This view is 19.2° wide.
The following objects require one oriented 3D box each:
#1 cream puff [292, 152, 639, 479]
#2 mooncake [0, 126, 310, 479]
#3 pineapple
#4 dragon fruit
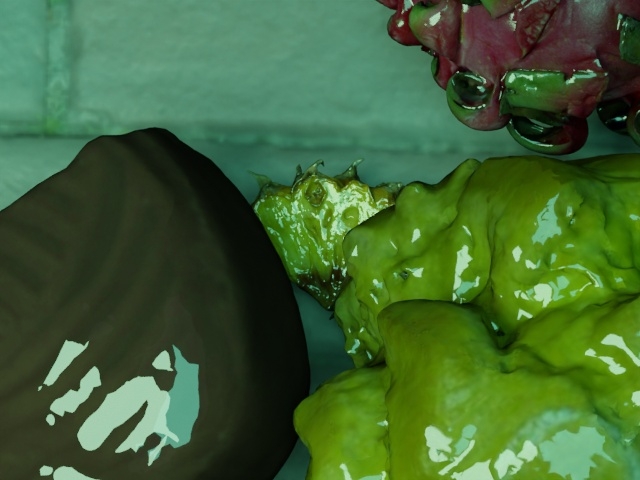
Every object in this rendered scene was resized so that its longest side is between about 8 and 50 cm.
[{"bbox_3d":[0.124,0.083,1.237,0.378,0.378,0.275,-39,86,0],"label":"cream puff"},{"bbox_3d":[-0.171,0.078,1.286,0.326,0.174,0.333,13,87,26],"label":"mooncake"},{"bbox_3d":[0.000,0.000,1.378,0.137,0.069,0.116,-6,91,12],"label":"pineapple"},{"bbox_3d":[0.173,-0.156,1.323,0.273,0.198,0.218,50,59,-16],"label":"dragon fruit"}]
